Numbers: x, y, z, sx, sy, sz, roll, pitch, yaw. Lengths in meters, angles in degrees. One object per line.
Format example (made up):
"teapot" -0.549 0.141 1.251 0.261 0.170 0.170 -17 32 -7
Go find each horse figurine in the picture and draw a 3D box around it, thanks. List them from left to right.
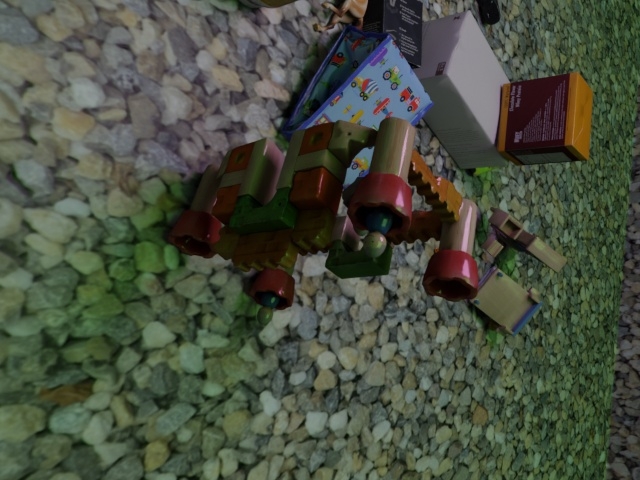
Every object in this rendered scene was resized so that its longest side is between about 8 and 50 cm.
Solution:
"horse figurine" 0.047 -0.547 1.314 0.174 0.066 0.263 -23 107 -40

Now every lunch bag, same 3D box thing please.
"lunch bag" 0.067 -0.255 1.278 0.293 0.138 0.221 -54 136 -4

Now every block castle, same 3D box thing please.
"block castle" 0.000 0.000 0.989 0.303 0.453 0.213 41 54 -41

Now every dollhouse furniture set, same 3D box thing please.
"dollhouse furniture set" 0.526 0.091 1.857 0.286 0.198 0.303 34 96 -20

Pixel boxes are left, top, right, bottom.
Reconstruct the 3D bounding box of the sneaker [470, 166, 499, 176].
"sneaker" 0.516 -0.248 1.814 0.208 0.094 0.082 -31 115 -41

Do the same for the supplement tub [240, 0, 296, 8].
"supplement tub" -0.062 -0.502 1.092 0.144 0.199 0.144 -1 91 -48

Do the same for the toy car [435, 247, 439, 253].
"toy car" 0.326 0.082 1.670 0.040 0.060 0.122 -7 76 -5

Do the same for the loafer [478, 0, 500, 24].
"loafer" 0.495 -0.732 1.818 0.061 0.062 0.170 -61 138 -58

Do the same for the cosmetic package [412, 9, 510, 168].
"cosmetic package" 0.385 -0.385 1.625 0.385 0.156 0.217 42 61 -39

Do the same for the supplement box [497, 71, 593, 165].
"supplement box" 0.583 -0.309 1.583 0.129 0.194 0.191 18 77 -49

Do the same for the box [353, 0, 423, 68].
"box" 0.157 -0.488 1.414 0.156 0.093 0.158 2 91 -48
